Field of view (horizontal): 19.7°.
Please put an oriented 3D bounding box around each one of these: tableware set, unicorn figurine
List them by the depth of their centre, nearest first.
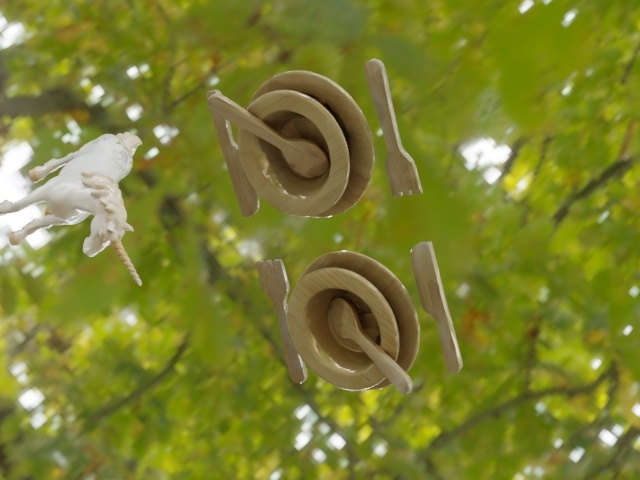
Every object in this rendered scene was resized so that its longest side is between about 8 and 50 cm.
[{"bbox_3d":[0.000,0.000,1.053,0.128,0.039,0.194,-7,-76,37],"label":"tableware set"},{"bbox_3d":[-0.163,-0.030,1.247,0.111,0.162,0.060,-19,-54,27],"label":"unicorn figurine"}]
